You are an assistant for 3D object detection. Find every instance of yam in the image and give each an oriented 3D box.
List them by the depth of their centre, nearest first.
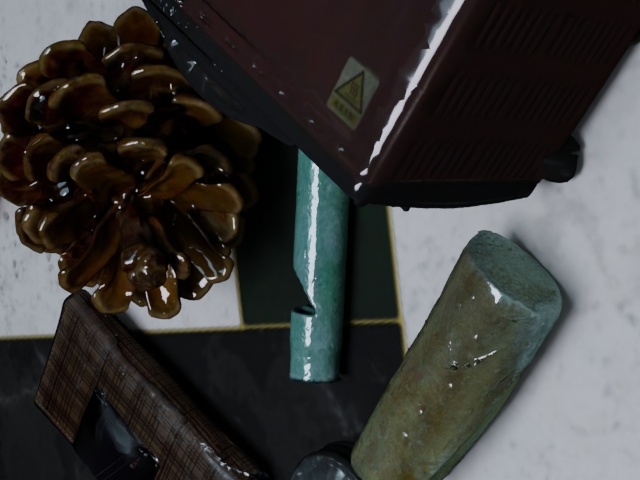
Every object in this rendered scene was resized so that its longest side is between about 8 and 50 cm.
[{"bbox_3d":[0.079,0.081,0.733,0.068,0.068,0.169,43,122,31],"label":"yam"}]

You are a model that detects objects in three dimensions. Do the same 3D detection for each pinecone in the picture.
[{"bbox_3d":[-0.124,-0.044,0.841,0.212,0.169,0.185,44,137,46],"label":"pinecone"}]

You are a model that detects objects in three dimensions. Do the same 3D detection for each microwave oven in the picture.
[{"bbox_3d":[0.035,-0.148,0.673,0.247,0.178,0.188,45,122,30],"label":"microwave oven"}]

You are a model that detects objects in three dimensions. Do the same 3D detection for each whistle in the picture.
[{"bbox_3d":[0.000,0.000,0.817,0.039,0.039,0.186,11,102,41],"label":"whistle"}]

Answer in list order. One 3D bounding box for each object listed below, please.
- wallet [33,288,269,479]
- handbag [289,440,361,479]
[{"bbox_3d":[-0.137,0.151,0.955,0.230,0.042,0.124,39,120,27],"label":"wallet"},{"bbox_3d":[0.063,0.281,0.772,0.332,0.075,0.191,42,124,28],"label":"handbag"}]
